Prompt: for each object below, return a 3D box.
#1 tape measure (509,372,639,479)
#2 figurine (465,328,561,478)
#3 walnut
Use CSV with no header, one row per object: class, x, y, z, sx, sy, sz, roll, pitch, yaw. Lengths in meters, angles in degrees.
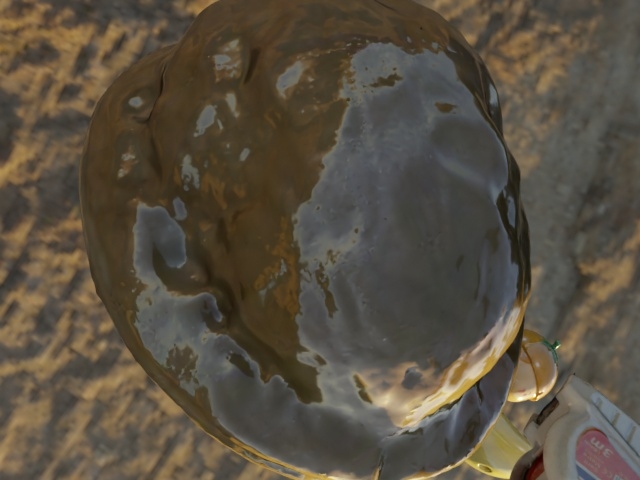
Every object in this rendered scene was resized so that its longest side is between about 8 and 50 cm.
tape measure,0.346,0.319,1.777,0.130,0.258,0.265,-53,176,38
figurine,0.233,0.189,2.123,0.222,0.324,0.124,-19,150,-16
walnut,-0.001,-0.015,1.153,0.383,0.383,0.384,-28,131,-38
